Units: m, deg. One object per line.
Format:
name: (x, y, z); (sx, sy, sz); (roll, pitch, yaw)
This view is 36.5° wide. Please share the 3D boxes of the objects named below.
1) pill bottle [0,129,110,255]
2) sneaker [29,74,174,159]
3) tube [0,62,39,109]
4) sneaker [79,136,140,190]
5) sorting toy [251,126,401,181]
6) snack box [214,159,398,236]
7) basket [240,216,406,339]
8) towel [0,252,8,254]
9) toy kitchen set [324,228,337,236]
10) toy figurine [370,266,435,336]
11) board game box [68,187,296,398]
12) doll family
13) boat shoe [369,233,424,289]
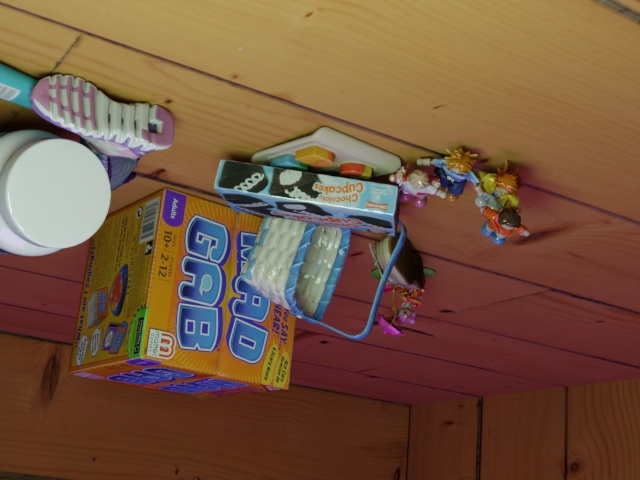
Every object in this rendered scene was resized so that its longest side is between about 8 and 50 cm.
pill bottle: (-0.510, -0.080, 1.638); (0.210, 0.210, 0.363); (19, 172, -37)
sneaker: (-0.357, -0.184, 1.552); (0.236, 0.095, 0.104); (17, 151, -34)
tube: (-0.451, -0.230, 1.540); (0.080, 0.052, 0.207); (-1, 167, 34)
sneaker: (-0.369, -0.163, 1.724); (0.098, 0.083, 0.224); (-27, 163, -24)
sorting toy: (0.008, -0.133, 1.725); (0.193, 0.038, 0.208); (18, 158, -36)
snack box: (-0.017, -0.075, 1.775); (0.321, 0.060, 0.187); (9, 170, 7)
basket: (0.008, 0.043, 1.955); (0.289, 0.255, 0.201); (16, 166, 30)
towel: (-0.827, -0.062, 2.118); (0.374, 0.090, 0.320); (12, 164, -22)
toy kitchen set: (0.000, 0.000, 2.100); (0.083, 0.068, 0.075); (-4, 161, 26)
toy figurine: (0.202, 0.156, 2.390); (0.173, 0.159, 0.130); (-10, 158, 37)
board game box: (-0.295, 0.136, 2.133); (0.356, 0.357, 0.356); (17, 159, -34)
doll family: (0.258, -0.099, 1.688); (0.263, 0.118, 0.163); (23, 169, 2)
boat shoe: (0.165, 0.059, 2.182); (0.089, 0.105, 0.285); (-4, 162, 18)
